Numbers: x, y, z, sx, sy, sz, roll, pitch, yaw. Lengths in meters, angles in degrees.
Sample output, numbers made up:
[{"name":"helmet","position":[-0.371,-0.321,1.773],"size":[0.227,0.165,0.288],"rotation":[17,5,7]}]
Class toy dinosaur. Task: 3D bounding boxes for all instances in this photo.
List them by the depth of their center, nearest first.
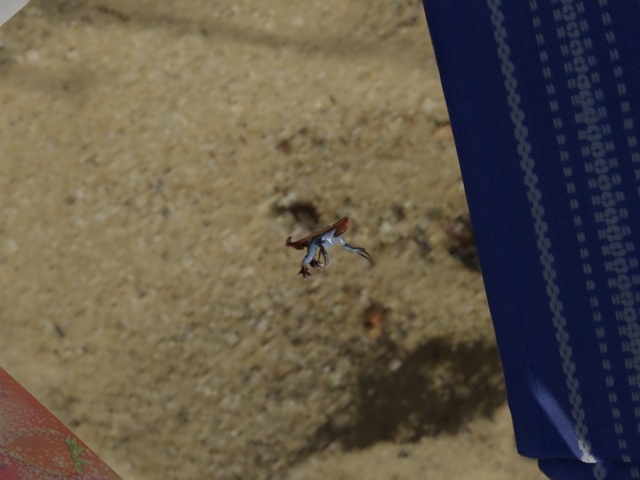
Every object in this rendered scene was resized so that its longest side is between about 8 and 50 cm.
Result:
[{"name":"toy dinosaur","position":[0.000,0.000,1.516],"size":[0.090,0.047,0.082],"rotation":[39,128,22]}]

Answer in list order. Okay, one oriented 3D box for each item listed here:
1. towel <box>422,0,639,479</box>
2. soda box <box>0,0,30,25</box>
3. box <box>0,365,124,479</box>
[{"name":"towel","position":[0.169,-0.038,0.531],"size":[0.336,0.040,0.243],"rotation":[-11,92,51]},{"name":"soda box","position":[-0.285,-0.089,0.834],"size":[0.098,0.286,0.091],"rotation":[4,133,46]},{"name":"box","position":[-0.265,0.133,0.909],"size":[0.300,0.142,0.154],"rotation":[39,121,17]}]
